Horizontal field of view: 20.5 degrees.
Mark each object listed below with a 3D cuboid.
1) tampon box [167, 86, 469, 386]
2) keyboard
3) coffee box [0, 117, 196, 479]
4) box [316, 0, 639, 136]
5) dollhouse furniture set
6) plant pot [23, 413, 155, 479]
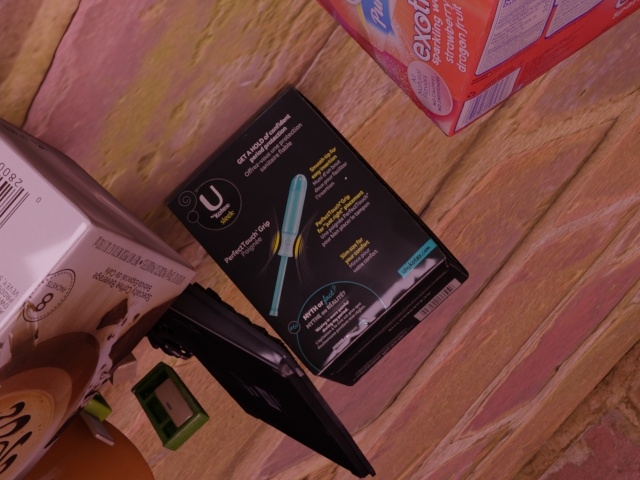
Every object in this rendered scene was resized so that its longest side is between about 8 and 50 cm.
[{"bbox_3d":[0.000,0.000,1.210,0.120,0.161,0.101,-43,164,4],"label":"tampon box"},{"bbox_3d":[-0.063,0.082,1.249,0.033,0.201,0.317,-58,161,-12],"label":"keyboard"},{"bbox_3d":[-0.224,0.083,0.949,0.297,0.119,0.168,-49,163,3],"label":"coffee box"},{"bbox_3d":[0.150,-0.218,1.040,0.300,0.142,0.154,-35,162,-22],"label":"box"},{"bbox_3d":[-0.145,0.098,1.234,0.076,0.058,0.152,-43,144,6],"label":"dollhouse furniture set"},{"bbox_3d":[-0.215,0.218,1.253,0.188,0.205,0.205,-46,172,-49],"label":"plant pot"}]
